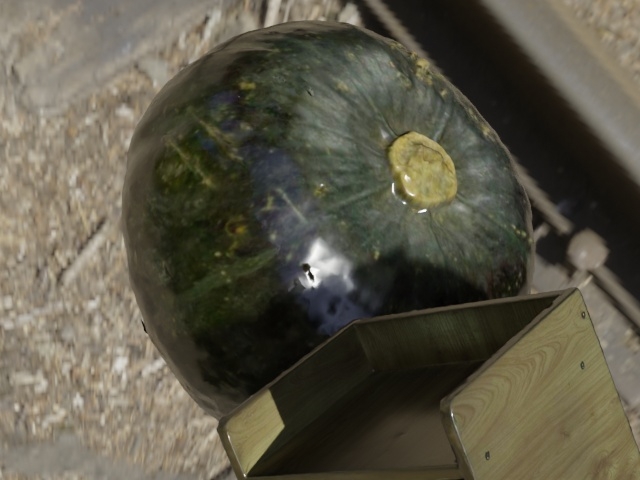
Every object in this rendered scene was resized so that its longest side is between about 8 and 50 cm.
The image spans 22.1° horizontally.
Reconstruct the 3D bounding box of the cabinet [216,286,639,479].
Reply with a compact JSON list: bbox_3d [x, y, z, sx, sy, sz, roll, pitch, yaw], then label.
[{"bbox_3d":[0.078,0.163,0.927,0.148,0.175,0.215,-34,107,-44],"label":"cabinet"}]

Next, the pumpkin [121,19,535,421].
[{"bbox_3d":[0.000,0.000,1.659,0.454,0.344,0.454,21,56,-34],"label":"pumpkin"}]
